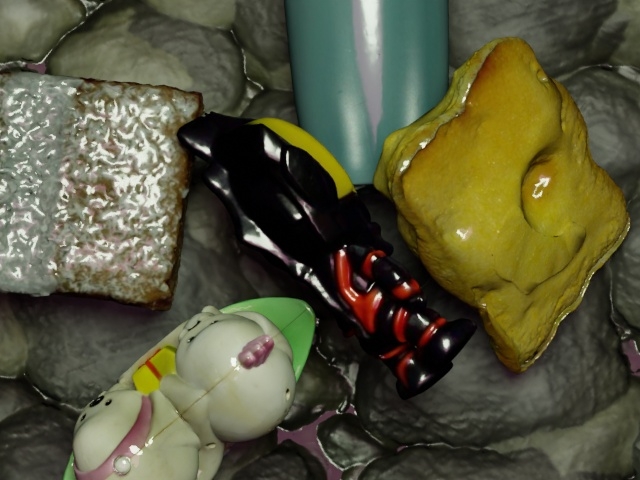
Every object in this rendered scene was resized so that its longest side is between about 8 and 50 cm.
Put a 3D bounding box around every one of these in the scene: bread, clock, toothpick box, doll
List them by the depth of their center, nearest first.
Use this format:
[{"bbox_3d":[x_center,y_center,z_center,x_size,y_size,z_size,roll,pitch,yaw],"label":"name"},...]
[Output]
[{"bbox_3d":[0.001,-0.001,1.249,0.248,0.088,0.127,43,126,11],"label":"doll"},{"bbox_3d":[0.124,-0.030,1.278,0.088,0.233,0.161,16,62,38],"label":"bread"},{"bbox_3d":[-0.095,0.121,1.281,0.231,0.144,0.103,-43,87,-2],"label":"clock"},{"bbox_3d":[-0.297,-0.046,1.299,0.416,0.113,0.165,5,89,-2],"label":"bread"},{"bbox_3d":[0.036,-0.126,1.308,0.120,0.120,0.184,-4,94,-2],"label":"toothpick box"}]
